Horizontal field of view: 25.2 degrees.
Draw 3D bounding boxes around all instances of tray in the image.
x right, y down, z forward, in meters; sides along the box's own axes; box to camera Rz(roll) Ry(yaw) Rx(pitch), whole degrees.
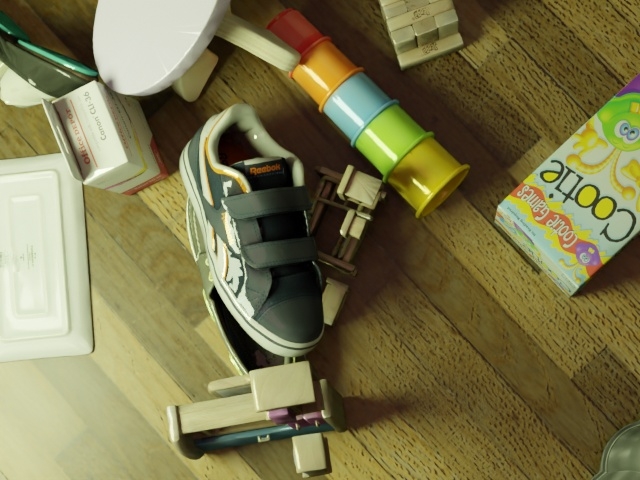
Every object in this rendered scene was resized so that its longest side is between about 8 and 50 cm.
[{"bbox_3d":[-0.381,0.021,1.881,0.145,0.030,0.270,-6,83,6],"label":"tray"}]

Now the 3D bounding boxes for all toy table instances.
[{"bbox_3d":[-0.152,-0.299,1.795,0.274,0.161,0.252,-48,65,22],"label":"toy table"}]

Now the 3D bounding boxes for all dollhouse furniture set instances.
[{"bbox_3d":[-0.063,0.329,1.687,0.198,0.286,0.303,-11,73,6],"label":"dollhouse furniture set"},{"bbox_3d":[0.000,0.000,1.780,0.101,0.161,0.182,23,85,8],"label":"dollhouse furniture set"}]

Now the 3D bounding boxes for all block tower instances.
[{"bbox_3d":[0.091,-0.398,1.852,0.091,0.097,0.335,-19,83,4],"label":"block tower"}]

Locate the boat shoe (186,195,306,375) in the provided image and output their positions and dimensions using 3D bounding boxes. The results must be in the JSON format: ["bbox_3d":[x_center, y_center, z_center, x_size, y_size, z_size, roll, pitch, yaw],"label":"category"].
[{"bbox_3d":[-0.097,0.055,1.818,0.109,0.091,0.305,-21,82,3],"label":"boat shoe"}]

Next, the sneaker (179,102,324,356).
[{"bbox_3d":[-0.074,-0.020,1.736,0.126,0.127,0.321,-11,65,-37],"label":"sneaker"}]

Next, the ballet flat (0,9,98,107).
[{"bbox_3d":[-0.393,-0.230,1.859,0.280,0.095,0.096,34,102,34],"label":"ballet flat"}]

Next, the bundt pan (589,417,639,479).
[{"bbox_3d":[0.484,0.334,1.687,0.330,0.124,0.331,0,77,-2],"label":"bundt pan"}]

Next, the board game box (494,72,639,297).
[{"bbox_3d":[0.363,-0.077,1.763,0.275,0.142,0.144,-43,81,-1],"label":"board game box"}]

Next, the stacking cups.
[{"bbox_3d":[0.045,-0.167,1.830,0.316,0.096,0.096,44,89,9],"label":"stacking cups"}]

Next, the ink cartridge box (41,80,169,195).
[{"bbox_3d":[-0.269,-0.129,1.799,0.067,0.198,0.115,-26,82,11],"label":"ink cartridge box"}]
